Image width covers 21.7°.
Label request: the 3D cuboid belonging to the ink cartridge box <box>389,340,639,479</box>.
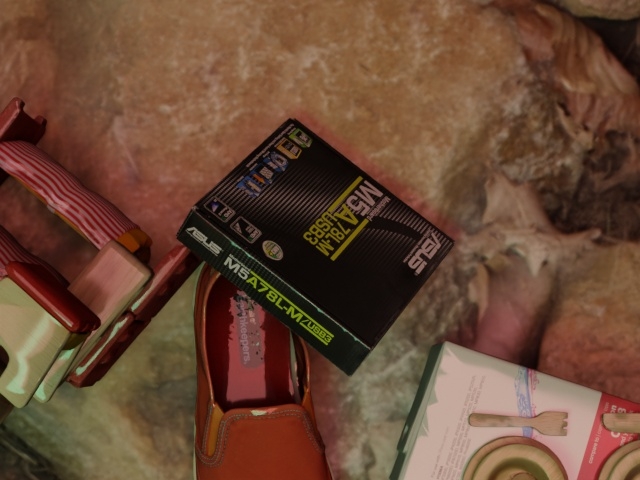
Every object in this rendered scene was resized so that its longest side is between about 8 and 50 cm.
[{"bbox_3d":[0.158,0.170,1.394,0.176,0.128,0.127,18,84,0],"label":"ink cartridge box"}]

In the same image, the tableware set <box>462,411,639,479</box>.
[{"bbox_3d":[0.208,0.198,1.307,0.194,0.039,0.128,1,84,-2],"label":"tableware set"}]

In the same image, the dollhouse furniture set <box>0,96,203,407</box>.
[{"bbox_3d":[-0.223,-0.001,1.290,0.201,0.374,0.152,40,88,2],"label":"dollhouse furniture set"}]

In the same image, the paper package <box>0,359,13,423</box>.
[{"bbox_3d":[-0.411,0.072,1.308,0.325,0.309,0.168,38,82,2],"label":"paper package"}]

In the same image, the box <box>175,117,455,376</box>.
[{"bbox_3d":[0.000,0.000,1.396,0.184,0.191,0.045,37,128,6],"label":"box"}]

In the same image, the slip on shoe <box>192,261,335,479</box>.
[{"bbox_3d":[-0.050,0.162,1.408,0.123,0.101,0.331,-6,85,-3],"label":"slip on shoe"}]
